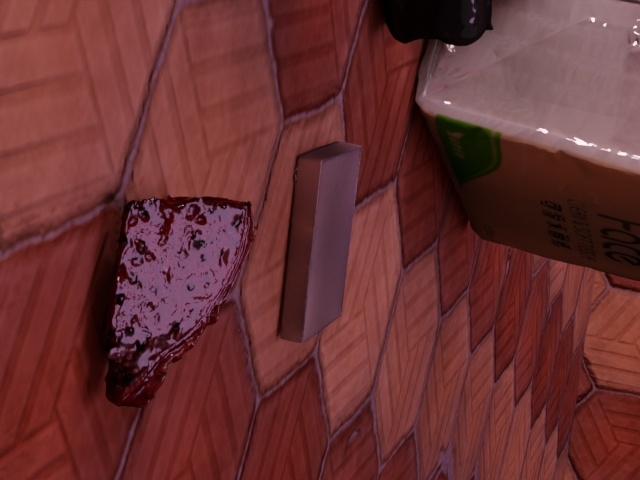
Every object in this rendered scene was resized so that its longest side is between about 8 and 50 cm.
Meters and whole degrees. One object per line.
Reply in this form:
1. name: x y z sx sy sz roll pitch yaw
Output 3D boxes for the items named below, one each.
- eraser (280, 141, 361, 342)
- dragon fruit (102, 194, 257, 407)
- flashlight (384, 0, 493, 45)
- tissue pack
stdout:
1. eraser: 0.000 0.000 1.215 0.104 0.023 0.150 -28 126 -69
2. dragon fruit: -0.100 0.033 0.901 0.097 0.063 0.131 9 92 -40
3. flashlight: 0.100 -0.361 1.202 0.103 0.103 0.424 -54 149 -54
4. tissue pack: 0.299 -0.104 1.589 0.405 0.332 0.205 49 58 -69
